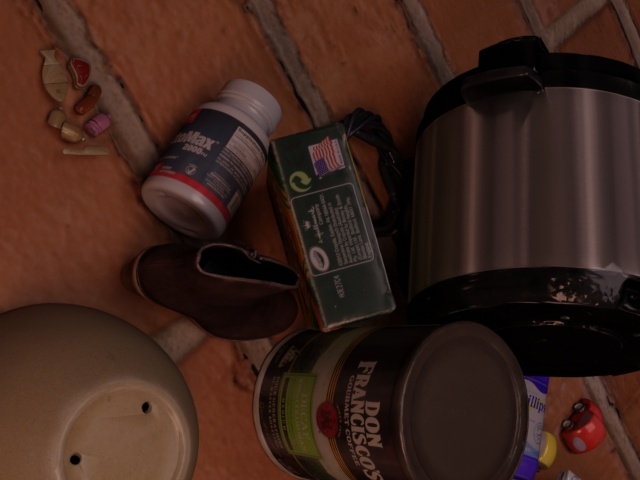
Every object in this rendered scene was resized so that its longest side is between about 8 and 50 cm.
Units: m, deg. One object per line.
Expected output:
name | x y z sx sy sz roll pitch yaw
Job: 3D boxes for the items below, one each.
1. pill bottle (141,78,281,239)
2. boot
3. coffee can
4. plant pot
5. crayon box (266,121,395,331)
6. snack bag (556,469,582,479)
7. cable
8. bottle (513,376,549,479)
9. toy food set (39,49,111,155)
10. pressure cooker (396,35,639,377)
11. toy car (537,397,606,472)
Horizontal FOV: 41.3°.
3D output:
pill bottle | -0.122 -0.100 1.005 0.108 0.108 0.180 42 61 -26
boot | -0.083 0.061 0.952 0.248 0.207 0.090 18 74 -35
coffee can | 0.077 0.201 1.014 0.202 0.275 0.201 6 81 -37
plant pot | -0.232 0.198 0.832 0.284 0.191 0.284 6 80 -36
crayon box | 0.000 0.000 0.993 0.081 0.318 0.202 -16 85 -5
snack bag | 0.407 0.573 1.316 0.323 0.037 0.342 41 64 -32
cable | 0.066 -0.090 1.194 0.150 0.047 0.184 -45 115 -41
bottle | 0.292 0.216 1.293 0.118 0.092 0.282 26 69 -38
toy food set | -0.274 -0.152 0.953 0.078 0.019 0.122 -3 78 -38
pressure cooker | 0.306 -0.050 1.150 0.376 0.370 0.420 10 68 -11
toy car | 0.406 0.388 1.384 0.239 0.053 0.225 -5 87 -38
